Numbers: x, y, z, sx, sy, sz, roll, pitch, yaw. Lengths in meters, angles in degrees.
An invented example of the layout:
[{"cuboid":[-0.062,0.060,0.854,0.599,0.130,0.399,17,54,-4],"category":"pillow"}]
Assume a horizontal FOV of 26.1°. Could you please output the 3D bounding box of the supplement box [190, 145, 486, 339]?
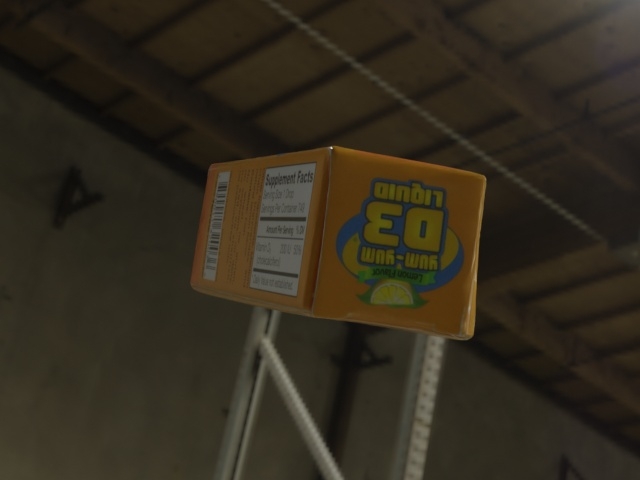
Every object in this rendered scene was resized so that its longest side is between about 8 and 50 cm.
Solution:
[{"cuboid":[0.000,0.000,0.679,0.078,0.080,0.233,9,0,-18],"category":"supplement box"}]
